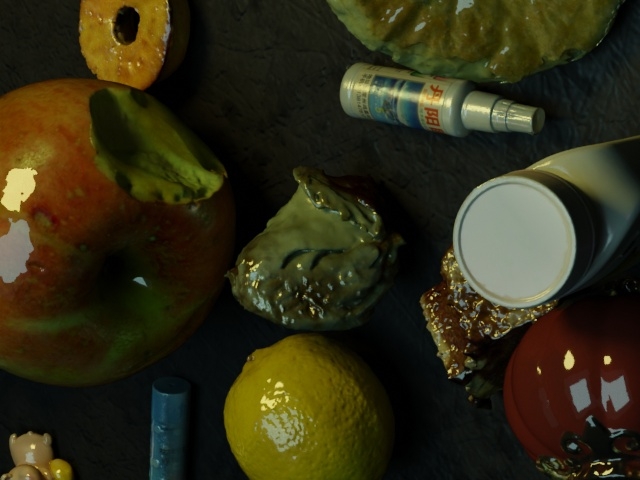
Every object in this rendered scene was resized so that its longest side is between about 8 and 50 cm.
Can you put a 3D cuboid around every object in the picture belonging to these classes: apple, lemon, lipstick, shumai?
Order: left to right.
[{"bbox_3d":[-0.267,-0.015,1.806,0.339,0.339,0.339,14,113,36],"label":"apple"},{"bbox_3d":[-0.183,0.244,2.007,0.048,0.048,0.158,20,117,33],"label":"lipstick"},{"bbox_3d":[-0.008,0.197,1.764,0.178,0.178,0.203,-34,95,41],"label":"lemon"},{"bbox_3d":[-0.004,0.002,1.690,0.184,0.184,0.142,19,117,33],"label":"shumai"}]

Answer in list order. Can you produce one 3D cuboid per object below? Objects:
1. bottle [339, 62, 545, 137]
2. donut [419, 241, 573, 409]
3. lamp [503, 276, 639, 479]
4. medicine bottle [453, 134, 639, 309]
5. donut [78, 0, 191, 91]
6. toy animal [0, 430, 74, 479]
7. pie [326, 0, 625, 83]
[{"bbox_3d":[0.120,-0.134,1.623,0.217,0.060,0.060,12,112,35],"label":"bottle"},{"bbox_3d":[0.168,0.070,1.619,0.144,0.186,0.126,-35,72,3],"label":"donut"},{"bbox_3d":[0.276,0.145,1.482,0.227,0.227,0.227,14,113,36],"label":"lamp"},{"bbox_3d":[0.221,-0.017,1.409,0.161,0.296,0.111,-42,75,26],"label":"medicine bottle"},{"bbox_3d":[-0.204,-0.242,1.852,0.152,0.058,0.152,13,112,35],"label":"donut"},{"bbox_3d":[-0.374,0.309,2.163,0.091,0.082,0.114,-9,98,40],"label":"toy animal"},{"bbox_3d":[0.148,-0.268,1.479,0.306,0.071,0.306,4,126,5],"label":"pie"}]
